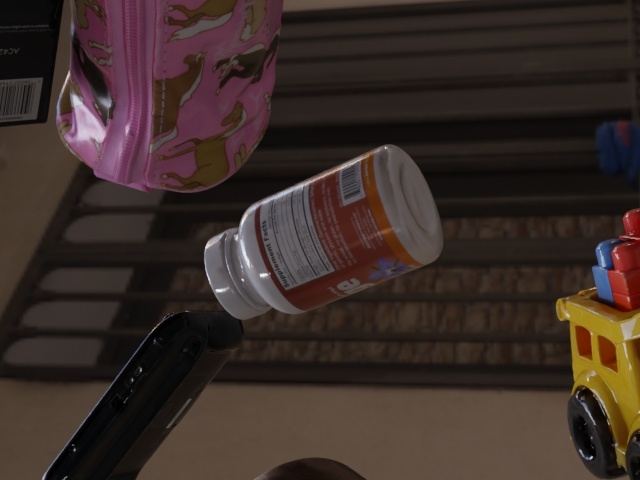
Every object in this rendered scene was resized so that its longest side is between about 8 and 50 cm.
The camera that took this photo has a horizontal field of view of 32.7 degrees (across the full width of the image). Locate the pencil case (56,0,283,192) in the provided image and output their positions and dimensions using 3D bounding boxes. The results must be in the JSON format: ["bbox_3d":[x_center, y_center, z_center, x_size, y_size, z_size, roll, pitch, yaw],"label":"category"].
[{"bbox_3d":[-0.087,-0.182,0.640,0.160,0.167,0.386,55,157,21],"label":"pencil case"}]

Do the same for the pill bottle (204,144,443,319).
[{"bbox_3d":[0.000,0.000,1.061,0.121,0.216,0.121,47,-150,-39],"label":"pill bottle"}]

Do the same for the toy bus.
[{"bbox_3d":[0.279,0.084,0.844,0.220,0.149,0.212,-148,44,-76],"label":"toy bus"}]

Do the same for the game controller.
[{"bbox_3d":[-0.220,0.209,1.362,0.319,0.067,0.166,-51,-17,17],"label":"game controller"}]

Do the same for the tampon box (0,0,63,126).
[{"bbox_3d":[-0.251,-0.152,0.679,0.120,0.161,0.101,-11,-47,-37],"label":"tampon box"}]

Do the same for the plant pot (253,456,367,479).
[{"bbox_3d":[0.047,0.301,0.809,0.215,0.230,0.215,-11,-73,-40],"label":"plant pot"}]
